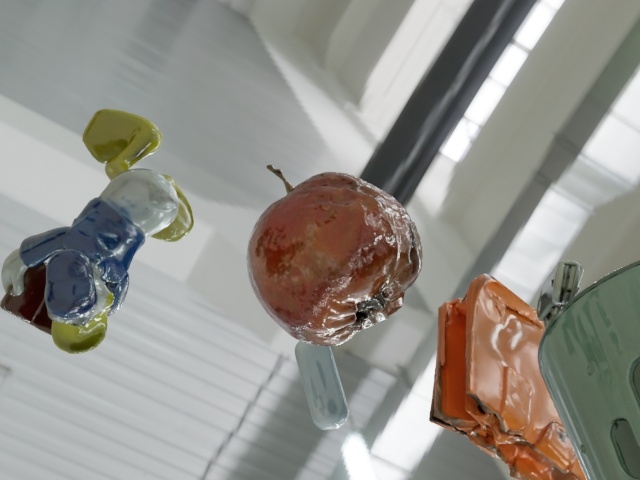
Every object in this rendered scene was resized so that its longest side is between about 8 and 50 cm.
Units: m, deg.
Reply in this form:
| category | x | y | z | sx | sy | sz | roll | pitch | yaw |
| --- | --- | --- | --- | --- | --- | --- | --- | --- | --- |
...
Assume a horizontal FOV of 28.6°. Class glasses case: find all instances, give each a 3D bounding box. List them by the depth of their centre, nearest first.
| category | x | y | z | sx | sy | sz | roll | pitch | yaw |
| --- | --- | --- | --- | --- | --- | --- | --- | --- | --- |
| glasses case | 0.002 | 0.256 | 2.272 | 0.045 | 0.067 | 0.178 | 74 | -1 | -65 |

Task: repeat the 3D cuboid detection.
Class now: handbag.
| category | x | y | z | sx | sy | sz | roll | pitch | yaw |
| --- | --- | --- | --- | --- | --- | --- | --- | --- | --- |
| handbag | 0.357 | 0.262 | 2.020 | 0.116 | 0.410 | 0.303 | -40 | -154 | 33 |

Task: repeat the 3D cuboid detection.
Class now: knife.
| category | x | y | z | sx | sy | sz | roll | pitch | yaw |
| --- | --- | --- | --- | --- | --- | --- | --- | --- | --- |
| knife | 0.310 | 0.073 | 1.630 | 0.265 | 0.041 | 0.073 | 62 | 44 | -78 |

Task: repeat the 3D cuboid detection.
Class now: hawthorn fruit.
| category | x | y | z | sx | sy | sz | roll | pitch | yaw |
| --- | --- | --- | --- | --- | --- | --- | --- | --- | --- |
| hawthorn fruit | 0.000 | 0.000 | 1.702 | 0.242 | 0.242 | 0.271 | -52 | -122 | 27 |

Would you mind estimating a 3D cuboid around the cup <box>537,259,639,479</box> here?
| category | x | y | z | sx | sy | sz | roll | pitch | yaw |
| --- | --- | --- | --- | --- | --- | --- | --- | --- | --- |
| cup | 0.448 | 0.202 | 1.320 | 0.401 | 0.310 | 0.392 | 121 | -33 | -44 |

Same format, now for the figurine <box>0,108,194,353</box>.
| category | x | y | z | sx | sy | sz | roll | pitch | yaw |
| --- | --- | --- | --- | --- | --- | --- | --- | --- | --- |
| figurine | -0.303 | 0.017 | 1.561 | 0.283 | 0.204 | 0.338 | -39 | -165 | 16 |
